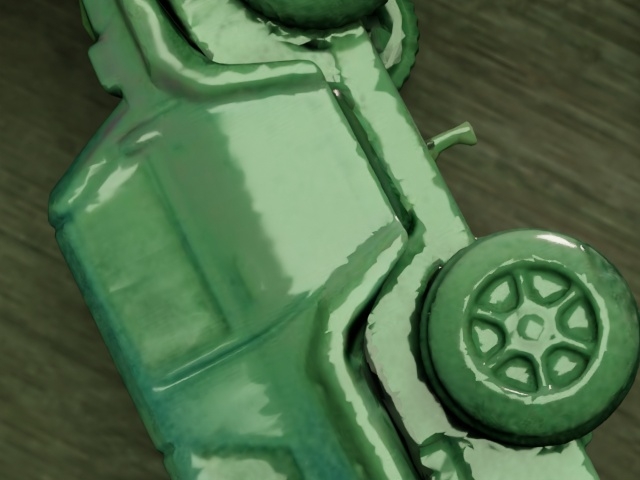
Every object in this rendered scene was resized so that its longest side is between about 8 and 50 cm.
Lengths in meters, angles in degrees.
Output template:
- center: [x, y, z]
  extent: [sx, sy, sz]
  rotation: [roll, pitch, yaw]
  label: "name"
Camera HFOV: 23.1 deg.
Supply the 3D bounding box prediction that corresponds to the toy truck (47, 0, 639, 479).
- center: [0.000, 0.000, 0.545]
  extent: [0.156, 0.155, 0.279]
  rotation: [-27, 80, -2]
  label: "toy truck"
